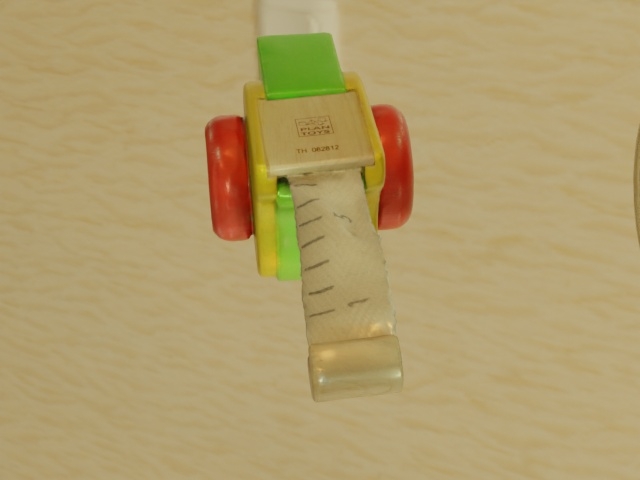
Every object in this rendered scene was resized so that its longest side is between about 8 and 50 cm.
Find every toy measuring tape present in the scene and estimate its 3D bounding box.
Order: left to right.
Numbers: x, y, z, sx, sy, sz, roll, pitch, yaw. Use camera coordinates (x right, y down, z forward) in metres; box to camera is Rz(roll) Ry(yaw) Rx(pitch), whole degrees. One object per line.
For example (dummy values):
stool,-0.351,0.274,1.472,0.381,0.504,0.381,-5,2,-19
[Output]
toy measuring tape,0.000,0.000,0.645,0.330,0.121,0.121,-101,178,-56

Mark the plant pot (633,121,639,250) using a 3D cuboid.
plant pot,0.286,0.005,0.465,0.305,0.333,0.334,-45,139,-72
